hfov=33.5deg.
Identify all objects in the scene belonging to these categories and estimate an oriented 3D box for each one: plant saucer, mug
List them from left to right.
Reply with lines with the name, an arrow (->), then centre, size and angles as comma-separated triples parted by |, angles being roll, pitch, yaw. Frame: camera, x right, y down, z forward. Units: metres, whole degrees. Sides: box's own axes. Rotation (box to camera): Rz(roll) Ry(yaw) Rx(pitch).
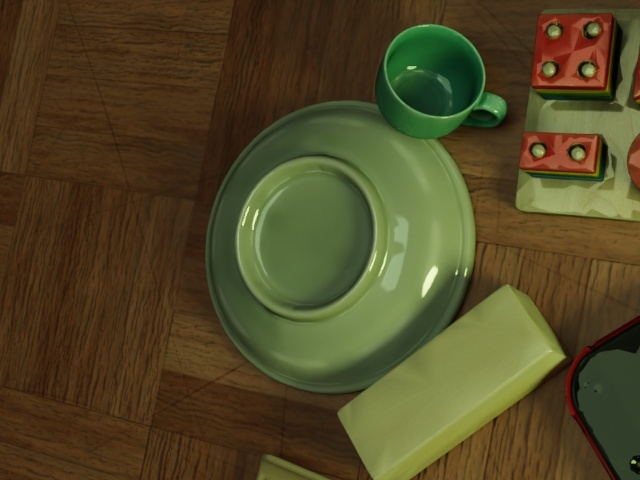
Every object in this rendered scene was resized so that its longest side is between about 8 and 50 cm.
plant saucer -> 0.000, 0.000, 1.402 | 0.400, 0.100, 0.401 | -5, 79, 26
mug -> 0.142, -0.184, 1.350 | 0.129, 0.097, 0.158 | -30, 79, -16

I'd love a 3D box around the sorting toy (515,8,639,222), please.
sorting toy -> 0.361, -0.156, 1.251 | 0.255, 0.089, 0.257 | 6, 84, 27

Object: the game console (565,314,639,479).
game console -> 0.488, 0.222, 1.156 | 0.342, 0.060, 0.387 | -33, 70, 12

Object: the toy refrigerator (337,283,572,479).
toy refrigerator -> 0.163, 0.179, 1.298 | 0.269, 0.094, 0.102 | -40, 60, 15

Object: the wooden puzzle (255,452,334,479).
wooden puzzle -> -0.010, 0.420, 1.377 | 0.220, 0.044, 0.239 | 17, 94, 27
